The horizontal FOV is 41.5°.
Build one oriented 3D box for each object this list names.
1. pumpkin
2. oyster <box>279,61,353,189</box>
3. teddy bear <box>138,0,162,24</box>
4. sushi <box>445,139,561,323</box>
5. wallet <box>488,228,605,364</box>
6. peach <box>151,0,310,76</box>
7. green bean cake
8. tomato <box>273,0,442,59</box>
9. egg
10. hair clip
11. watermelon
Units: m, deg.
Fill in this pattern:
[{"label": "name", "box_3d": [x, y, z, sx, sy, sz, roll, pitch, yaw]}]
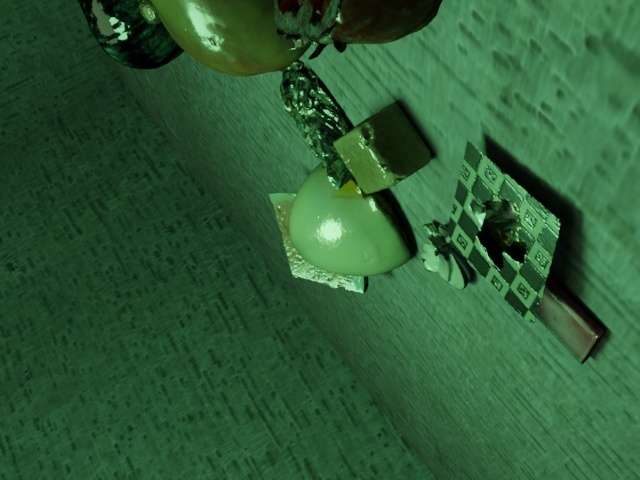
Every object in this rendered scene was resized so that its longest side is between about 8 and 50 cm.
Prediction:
[{"label": "pumpkin", "box_3d": [-0.407, -0.544, 1.881, 0.315, 0.238, 0.315, 56, -166, -22]}, {"label": "oyster", "box_3d": [-0.007, -0.226, 1.580, 0.252, 0.087, 0.199, 70, 166, -10]}, {"label": "teddy bear", "box_3d": [-0.310, -0.550, 1.705, 0.190, 0.177, 0.140, 57, -152, -16]}, {"label": "sushi", "box_3d": [0.252, -0.016, 1.128, 0.193, 0.040, 0.210, 49, 155, 33]}, {"label": "wallet", "box_3d": [0.309, 0.069, 1.212, 0.232, 0.025, 0.119, 49, 166, 23]}, {"label": "peach", "box_3d": [-0.119, -0.362, 1.149, 0.292, 0.247, 0.292, 47, 146, 48]}, {"label": "green bean cake", "box_3d": [0.094, -0.142, 1.337, 0.109, 0.085, 0.179, 57, 170, -6]}, {"label": "tomato", "box_3d": [0.053, -0.283, 0.908, 0.214, 0.155, 0.181, -134, 48, -62]}, {"label": "egg", "box_3d": [0.043, -0.019, 1.676, 0.264, 0.174, 0.286, 56, 166, -23]}, {"label": "hair clip", "box_3d": [0.211, 0.033, 1.456, 0.116, 0.049, 0.172, 54, 172, 30]}, {"label": "watermelon", "box_3d": [0.000, 0.000, 1.948, 0.256, 0.176, 0.260, 172, 85, -69]}]
